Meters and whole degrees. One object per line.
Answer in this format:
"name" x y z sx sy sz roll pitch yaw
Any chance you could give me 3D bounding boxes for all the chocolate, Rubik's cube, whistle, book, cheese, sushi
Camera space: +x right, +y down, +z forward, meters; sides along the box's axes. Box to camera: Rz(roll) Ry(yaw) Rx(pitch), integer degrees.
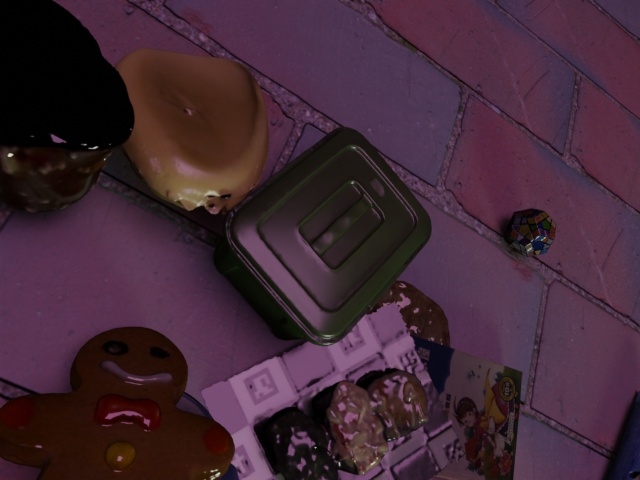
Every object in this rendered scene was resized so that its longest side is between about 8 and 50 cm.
"chocolate" -0.416 -0.181 0.752 0.340 0.210 0.225 45 49 4
"Rubik's cube" 0.460 -0.018 1.239 0.093 0.111 0.111 -44 97 -5
"whistle" 0.673 0.447 1.209 0.062 0.062 0.304 47 57 -6
"book" 0.245 0.314 1.023 0.322 0.018 0.228 21 69 -26
"cheese" -0.200 -0.171 0.882 0.259 0.128 0.316 1 56 -18
"sushi" 0.048 0.288 0.864 0.373 0.100 0.296 -21 83 -22

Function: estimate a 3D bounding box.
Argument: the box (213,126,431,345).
"box" 0.000 0.000 0.938 0.253 0.178 0.328 50 59 -3

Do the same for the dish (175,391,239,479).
"dish" -0.241 0.295 0.726 0.236 0.086 0.228 37 31 13

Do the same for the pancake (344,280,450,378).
"pancake" 0.140 0.178 1.025 0.236 0.042 0.222 -2 77 -30

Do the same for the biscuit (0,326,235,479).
"biscuit" -0.232 0.243 0.649 0.283 0.064 0.432 17 30 -18
